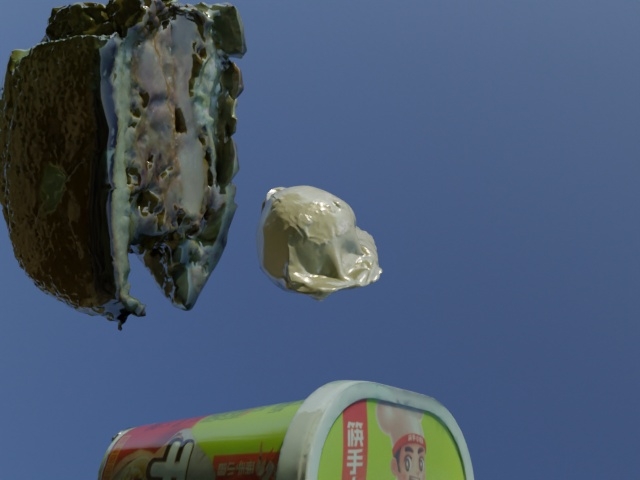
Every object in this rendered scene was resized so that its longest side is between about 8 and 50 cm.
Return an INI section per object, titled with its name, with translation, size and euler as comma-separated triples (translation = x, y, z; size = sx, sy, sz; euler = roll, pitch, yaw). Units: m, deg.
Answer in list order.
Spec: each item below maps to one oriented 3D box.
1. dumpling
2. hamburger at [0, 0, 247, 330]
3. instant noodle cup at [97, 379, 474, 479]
[dumpling]
translation = 0.000, 0.000, 1.265
size = 0.258, 0.193, 0.147
euler = -120, -141, -48
[hamburger]
translation = -0.172, -0.085, 0.719
size = 0.192, 0.167, 0.288
euler = 12, -79, 42
[instant noodle cup]
translation = -0.051, 0.278, 0.815
size = 0.308, 0.294, 0.294
euler = -11, -101, 37
